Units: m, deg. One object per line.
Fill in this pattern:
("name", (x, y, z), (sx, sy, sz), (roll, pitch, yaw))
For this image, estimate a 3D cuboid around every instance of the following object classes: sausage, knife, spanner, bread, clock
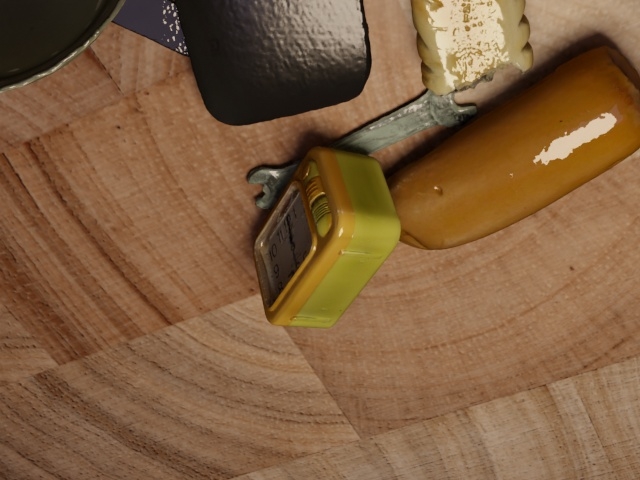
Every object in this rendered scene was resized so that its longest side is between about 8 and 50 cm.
("sausage", (0.206, -0.081, 1.046), (0.354, 0.116, 0.134), (-33, 130, 29))
("knife", (-0.203, -0.249, 0.979), (0.230, 0.028, 0.060), (21, 117, -17))
("spanner", (0.044, -0.114, 1.079), (0.302, 0.017, 0.071), (-23, 124, 18))
("bread", (0.156, -0.229, 0.944), (0.119, 0.084, 0.177), (-10, 126, 7))
("clock", (0.000, 0.000, 1.072), (0.096, 0.143, 0.202), (5, 139, -29))

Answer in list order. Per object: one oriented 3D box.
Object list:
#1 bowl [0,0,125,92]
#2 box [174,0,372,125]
("bowl", (-0.312, -0.262, 0.851), (0.337, 0.337, 0.157), (1, 168, 1))
("box", (-0.049, -0.229, 0.975), (0.201, 0.042, 0.212), (-10, 126, 8))
